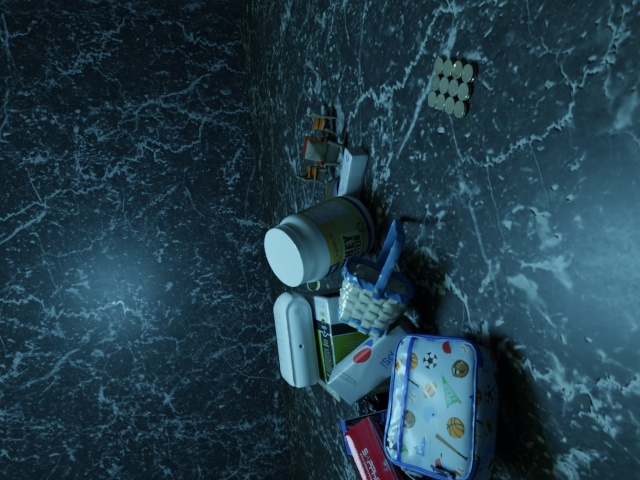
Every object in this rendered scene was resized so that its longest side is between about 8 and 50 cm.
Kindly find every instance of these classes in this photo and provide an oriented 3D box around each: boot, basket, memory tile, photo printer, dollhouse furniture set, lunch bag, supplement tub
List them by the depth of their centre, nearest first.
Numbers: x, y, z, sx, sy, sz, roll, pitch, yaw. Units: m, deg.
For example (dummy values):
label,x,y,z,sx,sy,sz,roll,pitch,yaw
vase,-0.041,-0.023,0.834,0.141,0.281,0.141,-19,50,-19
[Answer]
label,x,y,z,sx,sy,sz,roll,pitch,yaw
lunch bag,0.252,0.362,0.932,0.243,0.115,0.303,-5,67,45
memory tile,0.290,-0.344,0.953,0.148,0.012,0.113,-123,32,-55
basket,0.163,0.092,1.167,0.255,0.201,0.289,-52,-21,-72
supplement tub,0.000,0.000,1.395,0.228,0.316,0.228,29,132,39
boot,0.189,0.630,1.469,0.207,0.094,0.247,109,156,-60
photo printer,-0.091,0.334,1.501,0.256,0.107,0.308,151,112,-73
boot,0.060,-0.131,1.623,0.106,0.082,0.219,177,89,-75
dollhouse furniture set,-0.025,-0.352,1.638,0.259,0.135,0.262,-140,57,-65

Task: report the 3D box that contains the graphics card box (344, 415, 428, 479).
label,x,y,z,sx,sy,sz,roll,pitch,yaw
graphics card box,0.212,0.623,1.091,0.371,0.094,0.233,48,-171,-42

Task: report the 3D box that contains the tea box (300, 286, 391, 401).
label,x,y,z,sx,sy,sz,roll,pitch,yaw
tea box,0.089,0.333,1.472,0.329,0.219,0.324,170,94,-73

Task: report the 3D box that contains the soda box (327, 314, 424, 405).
label,x,y,z,sx,sy,sz,roll,pitch,yaw
soda box,0.154,0.332,1.196,0.286,0.098,0.091,-45,2,21

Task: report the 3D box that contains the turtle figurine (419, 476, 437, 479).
label,x,y,z,sx,sy,sz,roll,pitch,yaw
turtle figurine,0.285,0.511,1.006,0.234,0.118,0.175,36,106,44

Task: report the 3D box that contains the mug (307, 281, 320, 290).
label,x,y,z,sx,sy,sz,roll,pitch,yaw
mug,-0.031,0.211,2.089,0.062,0.078,0.064,50,170,-2

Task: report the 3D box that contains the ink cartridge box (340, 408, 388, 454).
label,x,y,z,sx,sy,sz,roll,pitch,yaw
ink cartridge box,0.174,0.582,1.318,0.046,0.207,0.097,123,137,-63

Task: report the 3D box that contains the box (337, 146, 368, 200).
label,x,y,z,sx,sy,sz,roll,pitch,yaw
box,0.103,-0.168,1.507,0.063,0.067,0.324,-117,26,-47
